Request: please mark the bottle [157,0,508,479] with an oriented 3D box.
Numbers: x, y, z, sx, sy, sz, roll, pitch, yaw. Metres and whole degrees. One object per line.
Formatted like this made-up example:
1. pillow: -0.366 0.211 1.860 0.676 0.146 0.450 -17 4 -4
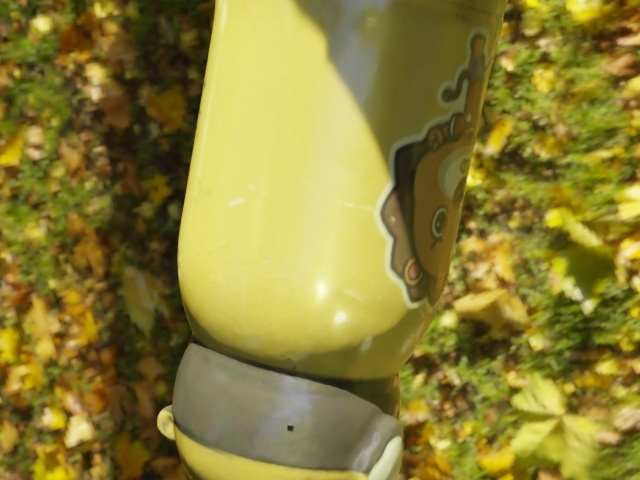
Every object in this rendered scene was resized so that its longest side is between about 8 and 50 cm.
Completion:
1. bottle: 0.000 0.000 0.793 0.171 0.171 0.351 18 103 42
